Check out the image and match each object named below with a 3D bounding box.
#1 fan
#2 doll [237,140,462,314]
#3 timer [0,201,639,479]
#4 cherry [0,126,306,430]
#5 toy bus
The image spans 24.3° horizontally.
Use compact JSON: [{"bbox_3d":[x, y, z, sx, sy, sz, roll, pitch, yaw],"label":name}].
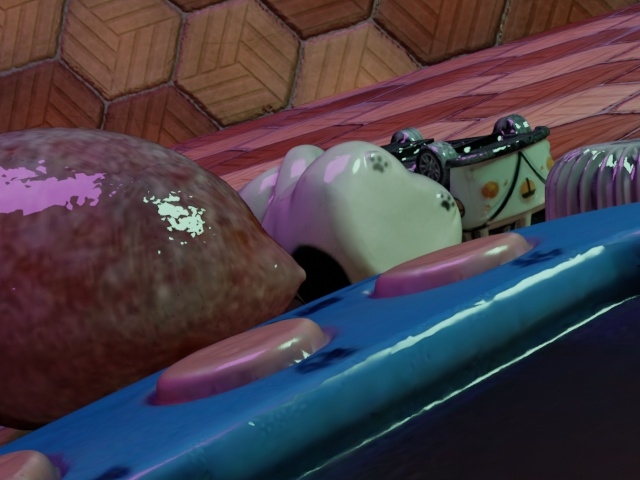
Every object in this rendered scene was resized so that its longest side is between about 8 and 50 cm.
[{"bbox_3d":[0.225,-0.020,0.733,0.244,0.074,0.130,-3,5,40],"label":"fan"},{"bbox_3d":[0.004,-0.003,0.918,0.181,0.110,0.107,3,67,61],"label":"doll"},{"bbox_3d":[0.037,0.081,0.349,0.340,0.115,0.309,-24,10,-32],"label":"timer"},{"bbox_3d":[-0.130,0.023,0.852,0.250,0.175,0.192,-1,-14,15],"label":"cherry"},{"bbox_3d":[0.076,-0.028,0.977,0.087,0.089,0.194,-21,10,-32],"label":"toy bus"}]
